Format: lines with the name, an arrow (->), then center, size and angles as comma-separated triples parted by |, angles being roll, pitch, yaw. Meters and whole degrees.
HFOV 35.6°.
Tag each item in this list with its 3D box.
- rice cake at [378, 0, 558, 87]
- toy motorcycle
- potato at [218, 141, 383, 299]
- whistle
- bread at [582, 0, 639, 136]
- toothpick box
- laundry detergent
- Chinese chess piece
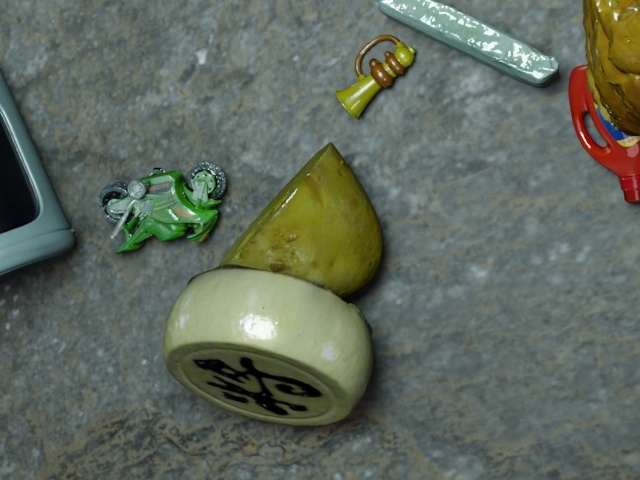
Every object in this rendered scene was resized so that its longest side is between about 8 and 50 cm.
rice cake -> 0.169, -0.236, 1.148 | 0.226, 0.085, 0.040 | 29, 100, 12
toy motorcycle -> -0.203, -0.041, 1.320 | 0.190, 0.074, 0.106 | -12, 104, 20
potato -> 0.000, 0.000, 1.212 | 0.158, 0.178, 0.203 | 38, 96, -8
whistle -> 0.067, -0.204, 1.219 | 0.109, 0.057, 0.046 | -44, 129, 11
bread -> 0.345, -0.294, 0.932 | 0.215, 0.398, 0.398 | -1, 99, 10
toothpick box -> -0.501, -0.106, 1.328 | 0.263, 0.263, 0.355 | -22, 91, 21
laundry detergent -> 0.338, -0.122, 1.129 | 0.097, 0.049, 0.165 | -8, 97, 27
Chinese chess piece -> -0.063, 0.132, 1.209 | 0.257, 0.257, 0.104 | 4, 59, 18
